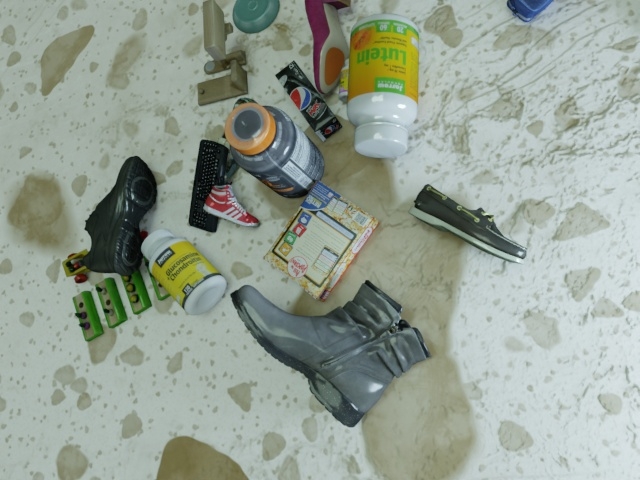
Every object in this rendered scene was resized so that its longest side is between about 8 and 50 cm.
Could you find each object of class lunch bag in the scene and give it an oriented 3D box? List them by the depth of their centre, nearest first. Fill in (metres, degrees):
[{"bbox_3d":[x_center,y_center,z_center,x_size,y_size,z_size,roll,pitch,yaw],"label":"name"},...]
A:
[{"bbox_3d":[0.403,-0.464,1.081,0.098,0.065,0.067,-41,84,5],"label":"lunch bag"}]

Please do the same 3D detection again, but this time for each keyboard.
[{"bbox_3d":[-0.236,-0.113,1.207,0.100,0.038,0.192,15,103,22],"label":"keyboard"}]

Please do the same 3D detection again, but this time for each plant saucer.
[{"bbox_3d":[-0.153,-0.534,1.308,0.119,0.021,0.119,-4,78,18],"label":"plant saucer"}]

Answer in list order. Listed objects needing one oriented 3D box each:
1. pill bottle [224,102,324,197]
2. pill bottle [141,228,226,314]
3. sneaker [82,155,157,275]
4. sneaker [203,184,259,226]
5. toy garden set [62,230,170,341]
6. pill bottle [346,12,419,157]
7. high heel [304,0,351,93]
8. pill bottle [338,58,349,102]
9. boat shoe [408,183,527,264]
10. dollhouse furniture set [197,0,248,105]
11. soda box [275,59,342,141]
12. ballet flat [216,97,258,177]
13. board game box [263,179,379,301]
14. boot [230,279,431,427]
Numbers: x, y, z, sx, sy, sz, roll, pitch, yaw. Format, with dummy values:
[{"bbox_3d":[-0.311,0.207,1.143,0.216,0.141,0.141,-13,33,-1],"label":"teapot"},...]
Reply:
[{"bbox_3d":[-0.089,-0.173,1.088,0.130,0.245,0.130,-4,77,18],"label":"pill bottle"},{"bbox_3d":[-0.288,0.060,1.182,0.184,0.103,0.103,42,94,21],"label":"pill bottle"},{"bbox_3d":[-0.446,-0.060,1.242,0.130,0.109,0.286,-4,61,20],"label":"sneaker"},{"bbox_3d":[-0.175,-0.074,1.176,0.118,0.042,0.067,20,106,-13],"label":"sneaker"},{"bbox_3d":[-0.462,0.079,1.267,0.244,0.049,0.204,-29,71,11],"label":"toy garden set"},{"bbox_3d":[0.120,-0.292,1.101,0.136,0.136,0.246,-1,78,19],"label":"pill bottle"},{"bbox_3d":[-0.004,-0.429,1.217,0.117,0.082,0.244,6,91,44],"label":"high heel"},{"bbox_3d":[0.062,-0.330,1.179,0.043,0.043,0.083,3,79,19],"label":"pill bottle"},{"bbox_3d":[0.269,-0.031,1.023,0.228,0.081,0.069,29,93,24],"label":"boat shoe"},{"bbox_3d":[-0.250,-0.404,1.244,0.123,0.151,0.144,-10,73,17],"label":"dollhouse furniture set"},{"bbox_3d":[-0.025,-0.292,1.191,0.053,0.060,0.169,-37,70,9],"label":"soda box"},{"bbox_3d":[-0.192,-0.224,1.233,0.070,0.070,0.188,20,86,22],"label":"ballet flat"},{"bbox_3d":[0.000,0.000,1.128,0.147,0.045,0.193,36,92,22],"label":"board game box"},{"bbox_3d":[0.018,0.149,1.047,0.338,0.118,0.223,43,92,1],"label":"boot"}]
